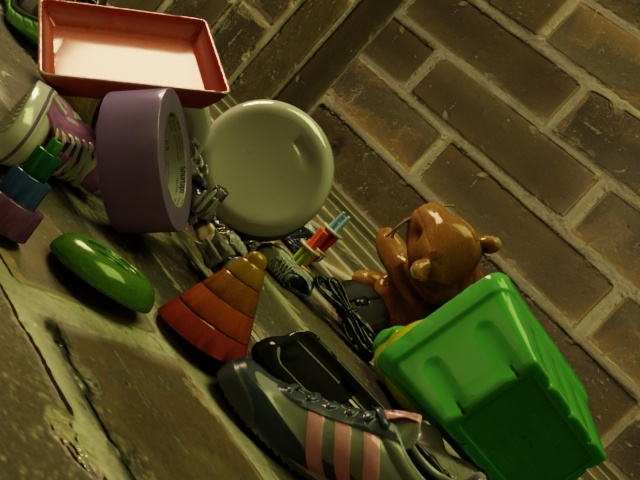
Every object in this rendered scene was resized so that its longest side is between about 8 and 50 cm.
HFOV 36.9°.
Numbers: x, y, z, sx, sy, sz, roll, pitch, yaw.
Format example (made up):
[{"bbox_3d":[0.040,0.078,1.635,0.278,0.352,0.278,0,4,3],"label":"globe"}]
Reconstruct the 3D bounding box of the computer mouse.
[{"bbox_3d":[0.085,0.136,1.858,0.188,0.072,0.272,55,8,10],"label":"computer mouse"}]

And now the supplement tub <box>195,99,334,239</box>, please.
[{"bbox_3d":[-0.100,-0.113,1.698,0.228,0.228,0.316,42,-5,-1],"label":"supplement tub"}]

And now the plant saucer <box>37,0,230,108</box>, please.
[{"bbox_3d":[-0.279,-0.267,1.396,0.259,0.047,0.259,3,34,-19],"label":"plant saucer"}]

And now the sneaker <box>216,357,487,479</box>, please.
[{"bbox_3d":[0.037,0.211,1.043,0.319,0.131,0.112,39,7,1],"label":"sneaker"}]

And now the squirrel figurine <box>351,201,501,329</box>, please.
[{"bbox_3d":[0.261,0.112,1.957,0.370,0.281,0.396,107,-33,-66],"label":"squirrel figurine"}]

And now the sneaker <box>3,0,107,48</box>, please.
[{"bbox_3d":[-0.506,-0.482,1.891,0.185,0.202,0.483,34,11,-46],"label":"sneaker"}]

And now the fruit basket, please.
[{"bbox_3d":[0.248,0.221,1.576,0.392,0.283,0.392,53,6,-8],"label":"fruit basket"}]

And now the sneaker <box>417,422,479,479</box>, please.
[{"bbox_3d":[0.184,0.341,1.422,0.152,0.054,0.061,44,30,-15],"label":"sneaker"}]

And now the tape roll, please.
[{"bbox_3d":[-0.227,-0.103,1.255,0.080,0.188,0.189,-2,0,4],"label":"tape roll"}]

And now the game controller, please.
[{"bbox_3d":[0.041,0.239,1.250,0.319,0.067,0.166,44,22,19],"label":"game controller"}]

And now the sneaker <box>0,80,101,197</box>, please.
[{"bbox_3d":[-0.319,-0.115,1.197,0.161,0.102,0.282,44,7,-15],"label":"sneaker"}]

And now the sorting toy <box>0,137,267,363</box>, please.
[{"bbox_3d":[-0.185,0.007,1.038,0.365,0.126,0.127,36,0,-36],"label":"sorting toy"}]

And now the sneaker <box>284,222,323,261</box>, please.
[{"bbox_3d":[-0.065,-0.029,2.136,0.211,0.080,0.081,55,5,19],"label":"sneaker"}]

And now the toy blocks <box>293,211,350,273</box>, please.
[{"bbox_3d":[0.000,0.000,1.982,0.054,0.148,0.123,43,7,10],"label":"toy blocks"}]

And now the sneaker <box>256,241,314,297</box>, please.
[{"bbox_3d":[-0.061,0.055,1.744,0.135,0.052,0.058,39,12,-18],"label":"sneaker"}]

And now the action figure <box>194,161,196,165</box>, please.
[{"bbox_3d":[-0.182,-0.092,1.931,0.232,0.063,0.137,47,5,10],"label":"action figure"}]

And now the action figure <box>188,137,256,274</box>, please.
[{"bbox_3d":[-0.159,-0.024,1.415,0.285,0.099,0.185,52,-16,40],"label":"action figure"}]

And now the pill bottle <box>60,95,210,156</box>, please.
[{"bbox_3d":[-0.329,-0.253,1.571,0.188,0.188,0.334,34,11,-49],"label":"pill bottle"}]
